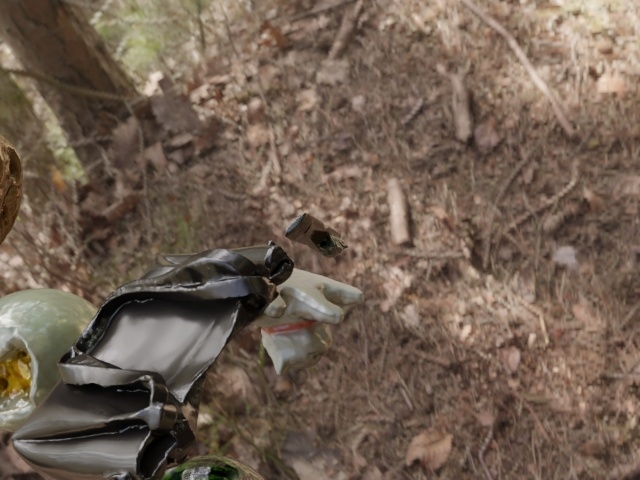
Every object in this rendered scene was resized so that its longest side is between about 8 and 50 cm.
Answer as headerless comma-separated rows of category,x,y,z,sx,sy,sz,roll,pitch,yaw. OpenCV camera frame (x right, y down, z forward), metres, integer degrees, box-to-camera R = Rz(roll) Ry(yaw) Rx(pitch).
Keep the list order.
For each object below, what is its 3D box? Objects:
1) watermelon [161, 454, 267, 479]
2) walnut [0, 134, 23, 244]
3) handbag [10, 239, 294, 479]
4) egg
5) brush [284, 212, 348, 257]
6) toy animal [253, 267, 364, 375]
watermelon,-0.192,0.504,1.805,0.269,0.269,0.269,-8,56,11
walnut,-0.568,-0.070,1.515,0.257,0.257,0.224,-45,27,-15
handbag,-0.161,0.119,1.021,0.257,0.113,0.285,-13,36,53
egg,-0.525,0.227,1.958,0.278,0.336,0.278,1,93,19
brush,0.000,0.000,1.117,0.034,0.190,0.027,-46,76,3
toy animal,-0.101,0.154,1.905,0.266,0.188,0.308,30,23,6
